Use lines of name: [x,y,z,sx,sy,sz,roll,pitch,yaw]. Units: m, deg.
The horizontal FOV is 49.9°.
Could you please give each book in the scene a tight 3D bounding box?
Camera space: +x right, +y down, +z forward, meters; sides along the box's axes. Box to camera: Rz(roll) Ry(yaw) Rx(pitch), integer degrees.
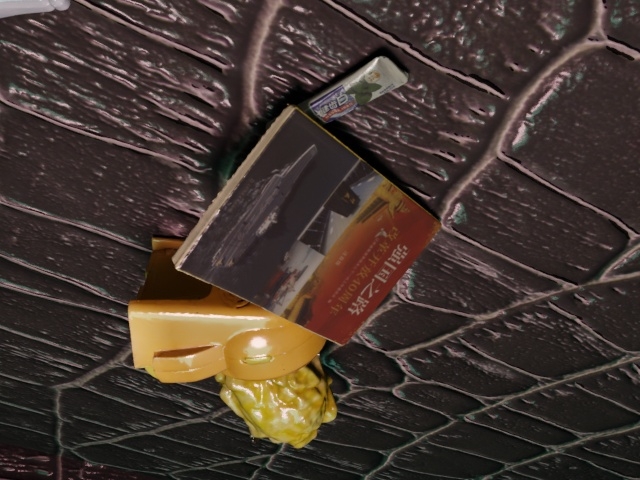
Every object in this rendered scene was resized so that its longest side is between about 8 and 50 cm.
book: [0.000,0.000,1.008,0.374,0.028,0.263,32,98,-43]

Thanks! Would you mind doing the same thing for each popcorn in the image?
popcorn: [-0.095,0.297,1.431,0.286,0.215,0.252,58,159,-11]

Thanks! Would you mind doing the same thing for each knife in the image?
knife: [-0.265,-0.280,0.768,0.331,0.044,0.080,-1,-178,4]

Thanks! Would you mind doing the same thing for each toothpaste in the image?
toothpaste: [0.005,-0.177,0.909,0.233,0.038,0.060,-24,144,31]

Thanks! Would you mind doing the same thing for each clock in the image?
clock: [-0.146,0.118,1.172,0.316,0.244,0.200,-2,127,2]
